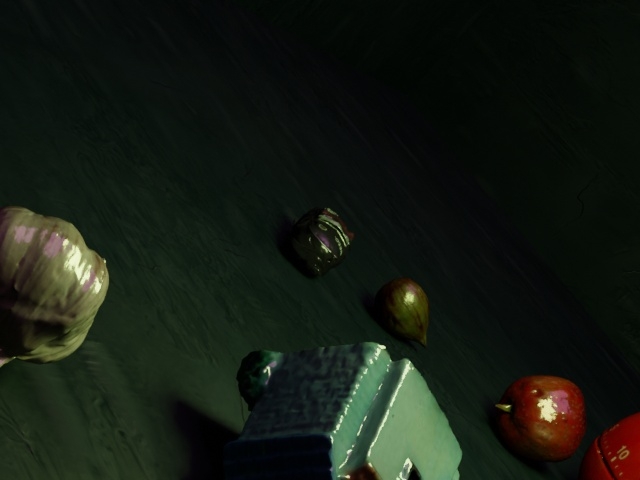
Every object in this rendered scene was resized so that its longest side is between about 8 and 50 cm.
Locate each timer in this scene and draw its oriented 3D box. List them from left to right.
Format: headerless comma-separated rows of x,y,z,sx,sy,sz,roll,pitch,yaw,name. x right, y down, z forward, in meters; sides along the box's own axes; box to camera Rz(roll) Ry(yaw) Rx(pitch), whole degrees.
0.675,0.519,2.493,0.378,0.279,0.378,41,16,-14,timer

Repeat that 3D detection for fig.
0.172,0.149,2.538,0.155,0.103,0.109,57,-6,-3,fig

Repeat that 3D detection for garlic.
-0.354,0.084,1.438,0.218,0.218,0.212,35,48,-24,garlic

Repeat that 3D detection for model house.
0.014,0.338,1.632,0.295,0.251,0.329,60,32,-31,model house

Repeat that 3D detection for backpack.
0.002,0.003,2.483,0.120,0.106,0.165,45,14,-10,backpack

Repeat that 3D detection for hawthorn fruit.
0.422,0.348,2.535,0.200,0.179,0.179,12,30,-21,hawthorn fruit
